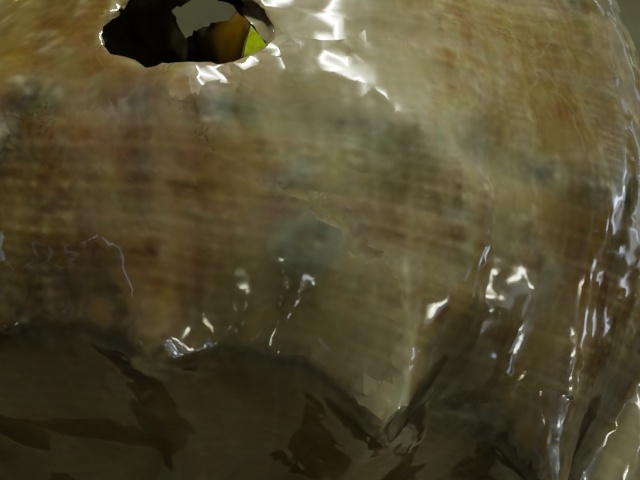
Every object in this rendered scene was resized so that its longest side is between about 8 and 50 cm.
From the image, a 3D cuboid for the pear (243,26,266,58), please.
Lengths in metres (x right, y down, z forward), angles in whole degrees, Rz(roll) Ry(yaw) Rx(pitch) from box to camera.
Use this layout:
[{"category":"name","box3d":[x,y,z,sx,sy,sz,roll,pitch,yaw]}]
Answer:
[{"category":"pear","box3d":[0.000,0.000,1.440,0.391,0.391,0.391,17,31,-11]}]

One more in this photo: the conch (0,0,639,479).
[{"category":"conch","box3d":[-0.027,-0.003,0.538,0.263,0.324,0.186,13,8,5]}]
